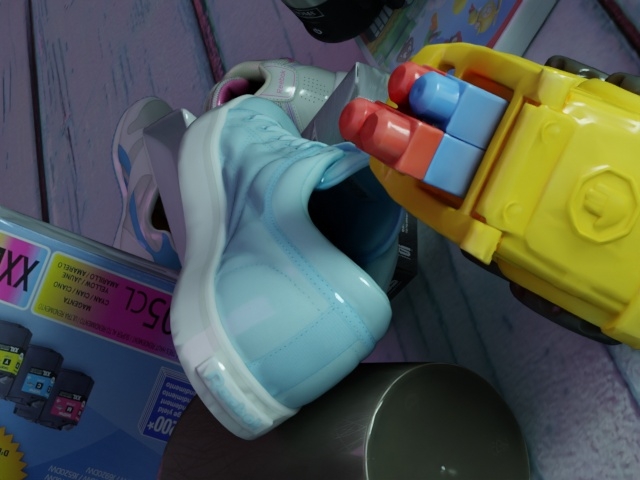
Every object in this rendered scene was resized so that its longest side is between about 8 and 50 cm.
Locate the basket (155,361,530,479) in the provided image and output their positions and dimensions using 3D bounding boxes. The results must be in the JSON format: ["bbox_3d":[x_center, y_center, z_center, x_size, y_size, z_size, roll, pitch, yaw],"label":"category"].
[{"bbox_3d":[0.014,0.160,1.007,0.227,0.154,0.204,-21,48,53],"label":"basket"}]

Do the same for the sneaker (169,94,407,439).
[{"bbox_3d":[-0.004,-0.012,1.043,0.150,0.135,0.366,-30,29,14],"label":"sneaker"}]

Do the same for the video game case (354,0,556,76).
[{"bbox_3d":[0.106,-0.208,1.250,0.204,0.025,0.285,-58,27,21],"label":"video game case"}]

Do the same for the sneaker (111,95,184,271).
[{"bbox_3d":[-0.161,-0.058,1.608,0.092,0.087,0.229,-35,48,39],"label":"sneaker"}]

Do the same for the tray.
[{"bbox_3d":[-0.111,-0.042,1.387,0.270,0.030,0.145,180,75,-77],"label":"tray"}]

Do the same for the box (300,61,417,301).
[{"bbox_3d":[0.000,0.000,1.227,0.231,0.056,0.183,132,147,-49],"label":"box"}]

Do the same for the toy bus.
[{"bbox_3d":[0.102,-0.051,0.918,0.149,0.211,0.220,-67,24,8],"label":"toy bus"}]

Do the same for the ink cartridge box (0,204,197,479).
[{"bbox_3d":[-0.263,0.189,1.385,0.396,0.270,0.151,-67,22,3],"label":"ink cartridge box"}]

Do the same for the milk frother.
[{"bbox_3d":[0.012,-0.260,1.284,0.129,0.135,0.143,-5,66,29],"label":"milk frother"}]

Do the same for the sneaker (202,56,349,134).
[{"bbox_3d":[-0.060,-0.107,1.396,0.252,0.111,0.103,-30,45,54],"label":"sneaker"}]
